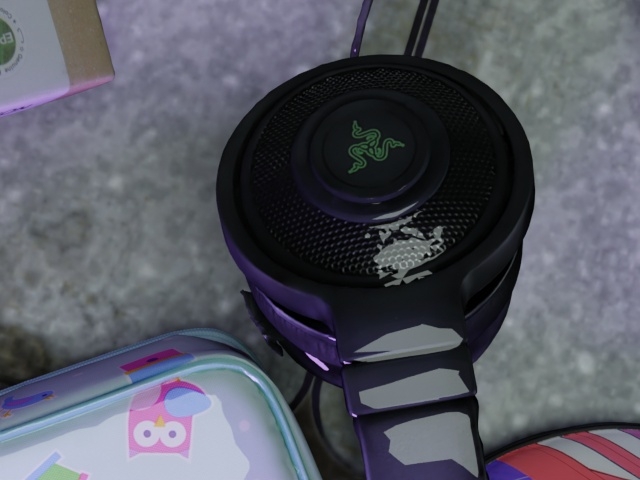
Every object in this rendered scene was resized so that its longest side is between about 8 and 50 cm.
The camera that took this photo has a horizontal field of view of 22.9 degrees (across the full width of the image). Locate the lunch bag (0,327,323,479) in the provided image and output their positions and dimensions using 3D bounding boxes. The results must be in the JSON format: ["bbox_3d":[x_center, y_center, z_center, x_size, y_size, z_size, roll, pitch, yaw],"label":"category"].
[{"bbox_3d":[-0.079,0.195,0.783,0.224,0.108,0.279,-21,100,-11],"label":"lunch bag"}]

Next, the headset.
[{"bbox_3d":[0.000,0.000,0.726,0.185,0.243,0.394,-9,80,1],"label":"headset"}]

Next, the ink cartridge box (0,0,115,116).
[{"bbox_3d":[-0.220,-0.130,0.674,0.235,0.088,0.193,-24,102,-45],"label":"ink cartridge box"}]

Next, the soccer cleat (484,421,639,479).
[{"bbox_3d":[0.223,0.165,0.829,0.318,0.116,0.108,9,94,-11],"label":"soccer cleat"}]
